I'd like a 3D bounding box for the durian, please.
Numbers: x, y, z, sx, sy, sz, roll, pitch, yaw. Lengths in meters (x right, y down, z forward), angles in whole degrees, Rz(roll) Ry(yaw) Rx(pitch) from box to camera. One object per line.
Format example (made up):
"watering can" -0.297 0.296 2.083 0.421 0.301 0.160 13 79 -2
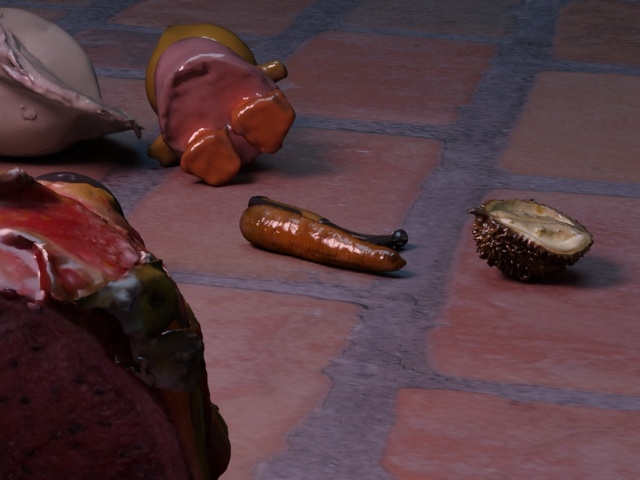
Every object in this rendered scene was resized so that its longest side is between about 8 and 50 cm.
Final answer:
"durian" 0.198 0.004 1.787 0.140 0.071 0.110 12 19 -23

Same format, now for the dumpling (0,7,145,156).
"dumpling" -0.353 -0.176 2.169 0.260 0.181 0.341 22 -30 -33

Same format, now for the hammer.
"hammer" -0.005 -0.017 1.910 0.201 0.021 0.078 18 23 41

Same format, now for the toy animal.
"toy animal" -0.137 -0.176 2.177 0.195 0.169 0.281 -34 17 2

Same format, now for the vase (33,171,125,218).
"vase" -0.235 0.015 1.655 0.120 0.120 0.183 -1 32 -11

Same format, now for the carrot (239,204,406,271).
"carrot" 0.000 0.000 1.820 0.191 0.047 0.047 15 21 32

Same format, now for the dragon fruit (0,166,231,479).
"dragon fruit" -0.207 0.067 1.131 0.314 0.296 0.263 1 32 5
